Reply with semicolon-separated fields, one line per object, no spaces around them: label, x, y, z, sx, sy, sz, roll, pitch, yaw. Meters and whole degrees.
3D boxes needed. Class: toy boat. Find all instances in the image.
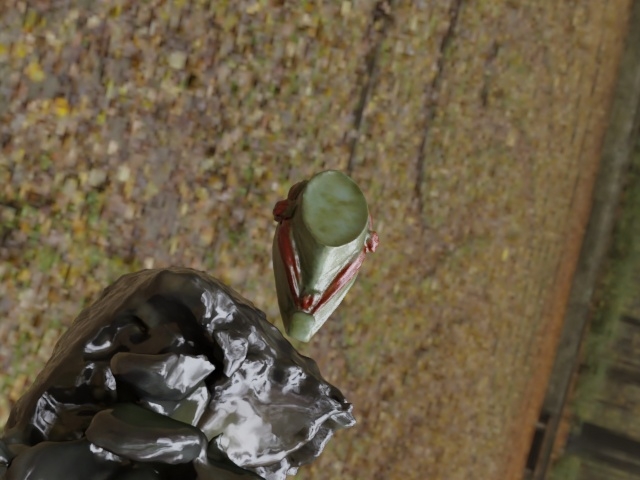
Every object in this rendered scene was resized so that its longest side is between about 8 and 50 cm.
toy boat;0.000;-0.001;0.914;0.185;0.089;0.071;-80;-169;-52

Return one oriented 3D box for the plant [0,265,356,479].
plant;-0.095;0.121;0.752;0.188;0.199;0.276;-45;-165;3
